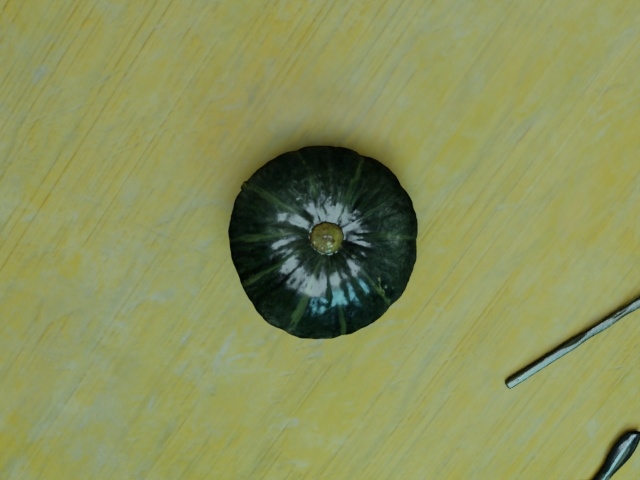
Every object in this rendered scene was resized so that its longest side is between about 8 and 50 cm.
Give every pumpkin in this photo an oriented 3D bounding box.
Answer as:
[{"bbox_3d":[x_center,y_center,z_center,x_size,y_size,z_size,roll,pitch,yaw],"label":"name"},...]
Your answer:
[{"bbox_3d":[0.002,0.001,1.350,0.211,0.152,0.212,0,79,-2],"label":"pumpkin"}]

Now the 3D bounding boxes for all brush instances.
[{"bbox_3d":[0.321,0.301,1.479,0.063,0.016,0.193,29,104,-6],"label":"brush"}]

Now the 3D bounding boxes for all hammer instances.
[{"bbox_3d":[0.333,0.087,1.422,0.292,0.029,0.058,-34,99,12],"label":"hammer"}]
